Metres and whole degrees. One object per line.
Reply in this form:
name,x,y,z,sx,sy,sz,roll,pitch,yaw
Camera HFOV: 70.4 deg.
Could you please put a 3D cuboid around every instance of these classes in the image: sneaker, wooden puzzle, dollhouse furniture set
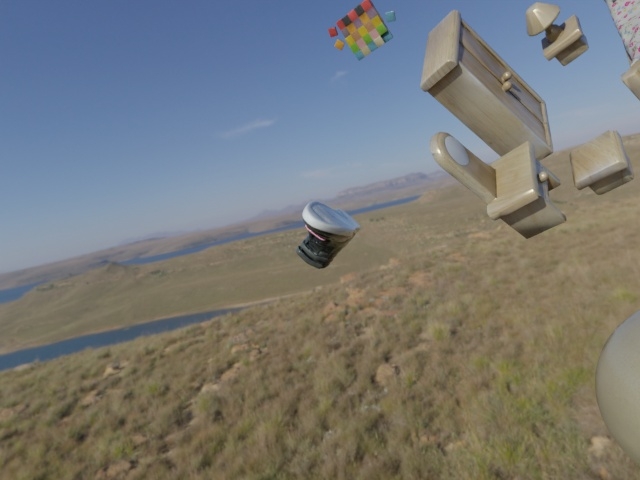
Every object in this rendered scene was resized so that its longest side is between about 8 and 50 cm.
sneaker,0.000,0.000,1.028,0.147,0.104,0.295,-51,-13,11
wooden puzzle,0.048,-0.235,0.509,0.083,0.049,0.006,-19,28,44
dollhouse furniture set,0.280,-0.221,0.411,0.355,0.173,0.303,-35,30,46

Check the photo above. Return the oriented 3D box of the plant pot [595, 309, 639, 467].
plant pot,0.512,0.214,0.551,0.284,0.284,0.191,-11,-6,22
